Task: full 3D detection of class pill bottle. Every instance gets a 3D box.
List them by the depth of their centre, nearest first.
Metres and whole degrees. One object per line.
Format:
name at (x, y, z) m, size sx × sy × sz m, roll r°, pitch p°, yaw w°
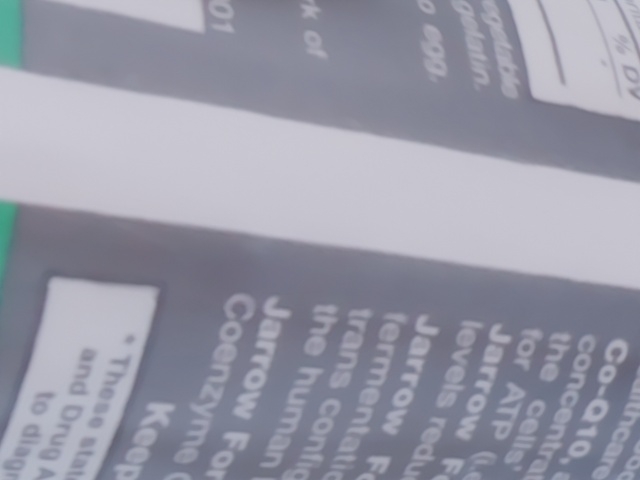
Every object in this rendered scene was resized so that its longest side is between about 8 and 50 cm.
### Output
pill bottle at (0.000, 0.000, 0.477) m, size 0.204 × 0.361 × 0.204 m, roll -17°, pitch -110°, yaw 53°
